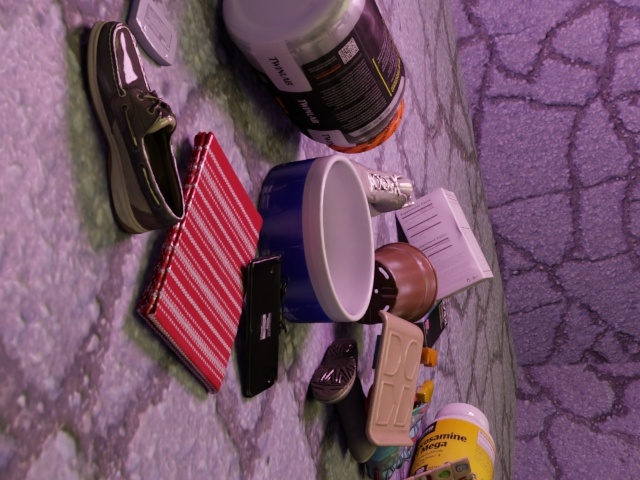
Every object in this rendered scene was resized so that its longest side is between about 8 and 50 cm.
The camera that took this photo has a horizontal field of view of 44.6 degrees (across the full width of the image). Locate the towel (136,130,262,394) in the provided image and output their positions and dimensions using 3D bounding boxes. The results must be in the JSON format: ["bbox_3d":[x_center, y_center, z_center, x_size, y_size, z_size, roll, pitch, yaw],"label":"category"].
[{"bbox_3d":[-0.139,0.024,0.968,0.199,0.031,0.275,63,30,-49],"label":"towel"}]

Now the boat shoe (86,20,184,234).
[{"bbox_3d":[-0.184,-0.119,0.815,0.080,0.073,0.224,-26,109,-69],"label":"boat shoe"}]

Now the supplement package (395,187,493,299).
[{"bbox_3d":[0.309,0.009,1.941,0.244,0.134,0.139,66,19,11],"label":"supplement package"}]

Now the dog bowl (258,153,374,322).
[{"bbox_3d":[0.000,0.000,1.248,0.265,0.104,0.265,-6,90,-70],"label":"dog bowl"}]

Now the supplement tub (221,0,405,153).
[{"bbox_3d":[0.009,-0.283,1.201,0.338,0.207,0.207,48,40,-58],"label":"supplement tub"}]

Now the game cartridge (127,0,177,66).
[{"bbox_3d":[-0.195,-0.244,0.908,0.083,0.017,0.056,53,33,-55],"label":"game cartridge"}]

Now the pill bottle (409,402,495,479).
[{"bbox_3d":[0.313,0.535,1.842,0.334,0.188,0.188,-55,135,-62],"label":"pill bottle"}]

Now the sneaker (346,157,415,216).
[{"bbox_3d":[0.119,-0.114,1.582,0.262,0.121,0.099,17,68,-69],"label":"sneaker"}]

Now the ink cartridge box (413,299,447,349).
[{"bbox_3d":[0.275,0.163,2.029,0.371,0.069,0.176,-29,111,-71],"label":"ink cartridge box"}]

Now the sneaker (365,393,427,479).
[{"bbox_3d":[0.143,0.393,1.577,0.262,0.104,0.125,-27,120,-60],"label":"sneaker"}]

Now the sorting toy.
[{"bbox_3d":[0.149,0.263,1.447,0.307,0.041,0.229,30,64,-62],"label":"sorting toy"}]

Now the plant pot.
[{"bbox_3d":[0.120,0.091,1.493,0.165,0.167,0.167,-6,91,-63],"label":"plant pot"}]

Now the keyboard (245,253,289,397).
[{"bbox_3d":[-0.085,0.114,1.084,0.100,0.038,0.192,-12,107,-58],"label":"keyboard"}]

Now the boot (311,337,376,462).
[{"bbox_3d":[0.047,0.300,1.363,0.189,0.076,0.208,-50,138,-60],"label":"boot"}]

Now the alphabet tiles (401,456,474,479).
[{"bbox_3d":[0.237,0.572,1.633,0.009,0.198,0.237,-118,-169,-62],"label":"alphabet tiles"}]
